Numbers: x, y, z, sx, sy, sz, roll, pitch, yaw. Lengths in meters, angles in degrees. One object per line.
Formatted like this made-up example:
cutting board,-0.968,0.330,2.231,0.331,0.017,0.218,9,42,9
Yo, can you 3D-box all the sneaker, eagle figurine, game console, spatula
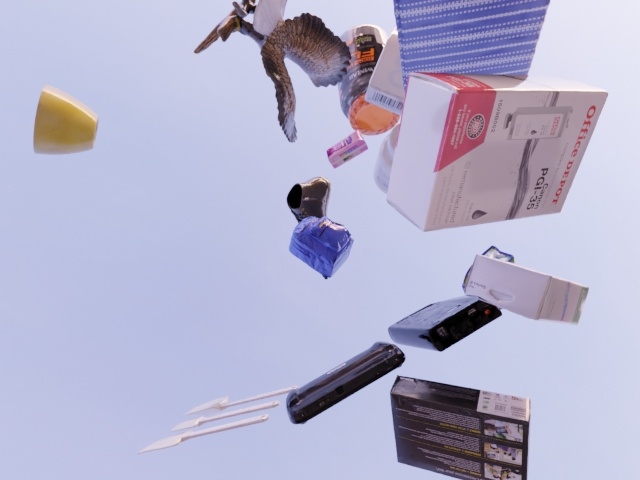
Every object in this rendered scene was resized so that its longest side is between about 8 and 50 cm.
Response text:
sneaker,-0.042,-0.056,1.109,0.118,0.083,0.222,-20,-59,-49
eagle figurine,-0.078,-0.401,0.936,0.298,0.226,0.225,42,-145,-23
game console,0.106,0.186,0.692,0.361,0.213,0.044,-26,-97,-10
spatula,-0.163,0.293,0.714,0.242,0.168,0.019,-22,-96,19

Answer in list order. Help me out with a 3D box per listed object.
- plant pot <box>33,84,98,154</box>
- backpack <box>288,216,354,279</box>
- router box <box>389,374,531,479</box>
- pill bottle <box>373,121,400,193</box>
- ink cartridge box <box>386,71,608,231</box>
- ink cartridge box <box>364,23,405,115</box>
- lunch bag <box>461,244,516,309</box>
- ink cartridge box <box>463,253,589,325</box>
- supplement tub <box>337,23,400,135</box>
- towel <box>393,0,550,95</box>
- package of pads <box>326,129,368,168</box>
plant pot,-0.498,-0.226,0.836,0.095,0.134,0.134,11,-93,-26
backpack,0.000,0.000,0.893,0.120,0.101,0.098,29,-140,17
router box,0.192,0.268,0.588,0.046,0.179,0.133,-41,-52,-55
pill bottle,0.210,-0.207,1.074,0.131,0.229,0.131,0,-102,1
ink cartridge box,0.263,-0.141,0.648,0.283,0.117,0.207,-8,-58,-21
ink cartridge box,0.327,-0.489,1.106,0.308,0.091,0.384,22,-98,0
lunch bag,0.448,0.113,1.111,0.151,0.096,0.129,-40,-57,-5
ink cartridge box,0.421,0.102,0.859,0.212,0.154,0.093,11,-84,-40
supplement tub,0.158,-0.527,1.395,0.207,0.207,0.337,8,-122,-23
towel,0.258,-0.363,0.741,0.243,0.336,0.040,-3,-109,14
package of pads,0.053,-0.186,0.857,0.083,0.050,0.032,-29,-55,14
